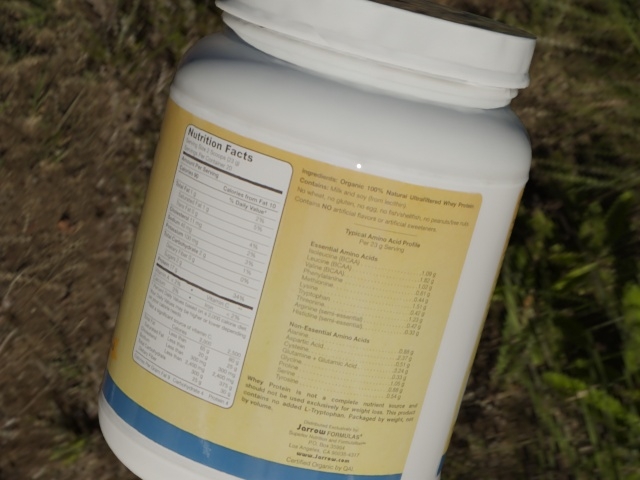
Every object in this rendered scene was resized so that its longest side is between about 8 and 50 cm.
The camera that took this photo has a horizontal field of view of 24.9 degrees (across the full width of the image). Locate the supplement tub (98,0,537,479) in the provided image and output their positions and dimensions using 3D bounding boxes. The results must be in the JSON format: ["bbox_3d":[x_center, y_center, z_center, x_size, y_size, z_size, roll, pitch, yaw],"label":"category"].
[{"bbox_3d":[0.000,0.000,0.575,0.144,0.144,0.200,10,103,-21],"label":"supplement tub"}]
